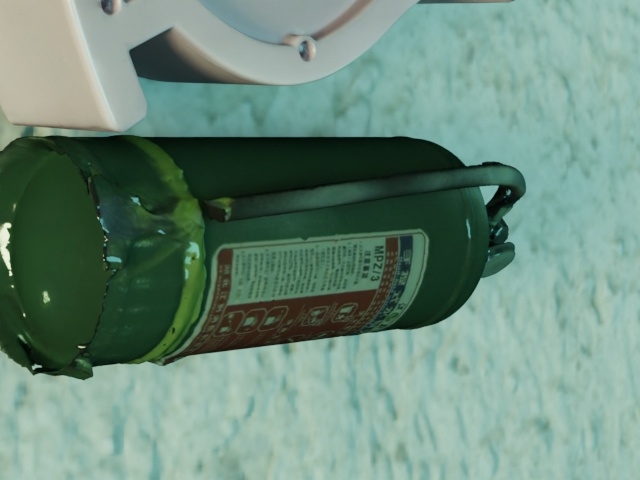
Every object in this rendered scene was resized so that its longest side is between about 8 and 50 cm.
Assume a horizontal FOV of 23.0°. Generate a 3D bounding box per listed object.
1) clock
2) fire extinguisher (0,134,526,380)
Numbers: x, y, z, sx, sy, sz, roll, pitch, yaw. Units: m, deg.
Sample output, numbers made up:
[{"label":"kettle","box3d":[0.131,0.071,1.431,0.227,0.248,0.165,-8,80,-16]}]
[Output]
[{"label":"clock","box3d":[-0.030,-0.210,0.647,0.275,0.080,0.290,-18,106,-43]},{"label":"fire extinguisher","box3d":[0.000,0.000,0.679,0.294,0.118,0.093,-3,57,-44]}]
